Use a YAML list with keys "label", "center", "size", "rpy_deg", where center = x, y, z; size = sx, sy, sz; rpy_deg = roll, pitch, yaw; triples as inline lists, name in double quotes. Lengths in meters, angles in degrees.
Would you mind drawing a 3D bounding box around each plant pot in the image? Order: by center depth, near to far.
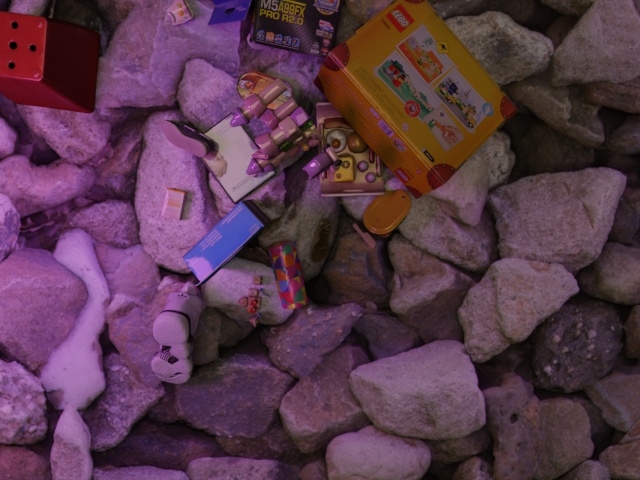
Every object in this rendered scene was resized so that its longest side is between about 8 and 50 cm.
- label: "plant pot"
  center: [-0.872, -0.562, 1.432]
  size: [0.267, 0.236, 0.268]
  rpy_deg: [7, 95, -1]

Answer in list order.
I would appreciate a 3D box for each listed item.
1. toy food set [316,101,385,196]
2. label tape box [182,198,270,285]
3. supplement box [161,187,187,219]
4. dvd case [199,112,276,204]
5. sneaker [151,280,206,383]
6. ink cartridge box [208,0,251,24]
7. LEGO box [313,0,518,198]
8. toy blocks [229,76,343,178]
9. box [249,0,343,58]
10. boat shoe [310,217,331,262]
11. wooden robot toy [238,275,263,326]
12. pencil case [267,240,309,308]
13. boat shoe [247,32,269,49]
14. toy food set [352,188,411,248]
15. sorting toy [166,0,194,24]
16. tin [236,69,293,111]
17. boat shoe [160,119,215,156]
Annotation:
- label: "toy food set"
  center: [0.102, -0.300, 1.541]
  size: [0.219, 0.092, 0.307]
  rpy_deg: [-3, 95, -1]
- label: "label tape box"
  center: [-0.287, -0.004, 1.433]
  size: [0.249, 0.348, 0.115]
  rpy_deg: [-43, 94, 3]
- label: "supplement box"
  center: [-0.493, -0.122, 1.576]
  size: [0.062, 0.036, 0.099]
  rpy_deg: [13, 95, -2]
- label: "dvd case"
  center: [-0.293, -0.274, 1.573]
  size: [0.180, 0.022, 0.253]
  rpy_deg: [-36, 95, 2]
- label: "sneaker"
  center: [-0.467, 0.313, 1.571]
  size: [0.137, 0.210, 0.366]
  rpy_deg: [13, 129, -1]
- label: "ink cartridge box"
  center: [-0.250, -0.812, 1.397]
  size: [0.072, 0.303, 0.308]
  rpy_deg: [23, 94, -38]
- label: "LEGO box"
  center: [0.288, -0.445, 1.431]
  size: [0.372, 0.193, 0.500]
  rpy_deg: [-43, 94, -16]
- label: "toy blocks"
  center: [-0.122, -0.268, 1.409]
  size: [0.260, 0.288, 0.309]
  rpy_deg: [-37, 88, 6]
- label: "box"
  center: [-0.073, -0.701, 1.450]
  size: [0.269, 0.060, 0.217]
  rpy_deg: [4, 113, -21]
- label: "boat shoe"
  center: [-0.002, -0.001, 1.595]
  size: [0.056, 0.048, 0.153]
  rpy_deg: [8, 102, -14]
- label: "wooden robot toy"
  center: [-0.246, 0.206, 1.595]
  size: [0.078, 0.076, 0.174]
  rpy_deg: [6, 95, 10]
- label: "pencil case"
  center: [-0.107, 0.117, 1.575]
  size: [0.104, 0.104, 0.237]
  rpy_deg: [-13, 97, 0]
- label: "boat shoe"
  center: [-0.143, -0.695, 1.516]
  size: [0.219, 0.078, 0.070]
  rpy_deg: [-28, 52, -4]
- label: "toy food set"
  center: [0.217, -0.075, 1.579]
  size: [0.218, 0.071, 0.128]
  rpy_deg: [-47, 61, -3]
- label: "sorting toy"
  center: [-0.460, -0.742, 1.521]
  size: [0.075, 0.045, 0.083]
  rpy_deg: [-23, 95, 9]
- label: "tin"
  center: [-0.183, -0.492, 1.548]
  size: [0.189, 0.040, 0.106]
  rpy_deg: [18, 91, -2]
- label: "boat shoe"
  center: [-0.438, -0.343, 1.541]
  size: [0.206, 0.065, 0.075]
  rpy_deg: [31, 136, 17]
